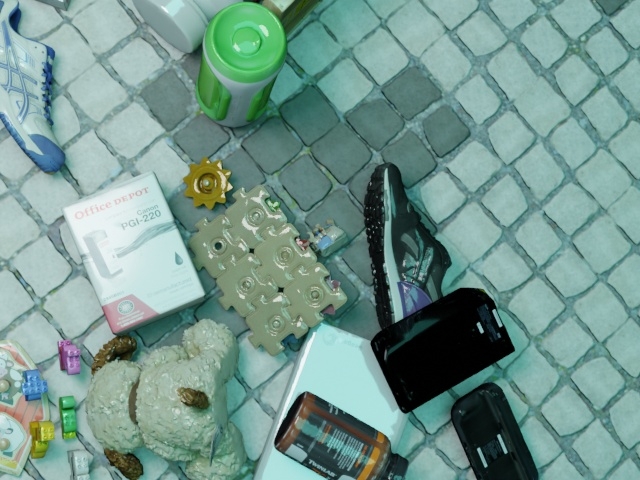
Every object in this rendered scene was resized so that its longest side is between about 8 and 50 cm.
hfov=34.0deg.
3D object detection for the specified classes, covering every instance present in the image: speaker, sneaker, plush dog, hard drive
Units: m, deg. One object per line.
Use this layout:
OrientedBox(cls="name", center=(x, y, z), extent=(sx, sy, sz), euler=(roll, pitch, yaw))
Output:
OrientedBox(cls="speaker", center=(-0.126, -0.263, 1.612), extent=(0.131, 0.296, 0.131), euler=(1, 82, -9))
OrientedBox(cls="sneaker", center=(-0.465, -0.251, 1.650), extent=(0.131, 0.112, 0.296), euler=(-30, 88, -13))
OrientedBox(cls="plush dog", center=(-0.252, 0.253, 1.589), extent=(0.225, 0.210, 0.262), euler=(-8, 81, 16))
OrientedBox(cls="sneaker", center=(0.149, 0.010, 1.726), extent=(0.124, 0.107, 0.283), euler=(-6, 93, -14))
OrientedBox(cls="hard drive", center=(0.027, 0.307, 1.687), extent=(0.203, 0.040, 0.307), euler=(22, 80, -6))

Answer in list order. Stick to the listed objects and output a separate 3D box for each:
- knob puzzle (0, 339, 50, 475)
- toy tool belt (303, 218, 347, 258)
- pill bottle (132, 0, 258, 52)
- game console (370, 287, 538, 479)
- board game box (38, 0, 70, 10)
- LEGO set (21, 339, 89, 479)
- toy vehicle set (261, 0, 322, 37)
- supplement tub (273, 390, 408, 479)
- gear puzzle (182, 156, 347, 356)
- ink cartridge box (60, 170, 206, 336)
OrientedBox(cls="knob puzzle", center=(-0.510, 0.245, 1.612), extent=(0.213, 0.030, 0.213), euler=(1, 81, -9))
OrientedBox(cls="toy tool belt", center=(0.000, 0.000, 1.727), extent=(0.083, 0.052, 0.051), euler=(-34, 57, -15))
OrientedBox(cls="pill bottle", center=(-0.153, -0.462, 1.698), extent=(0.176, 0.176, 0.318), euler=(41, 78, -2))
OrientedBox(cls="game console", center=(0.239, 0.269, 1.689), extent=(0.213, 0.044, 0.361), euler=(-26, 98, -15))
OrientedBox(cls="board game box", center=(-0.461, -0.552, 1.723), extent=(0.193, 0.053, 0.305), euler=(19, 79, -6))
OrientedBox(cls="LEGO set", center=(-0.401, 0.265, 1.584), extent=(0.087, 0.093, 0.227), euler=(-5, 83, -27))
OrientedBox(cls="toy vehicle set", center=(-0.038, -0.384, 1.661), extent=(0.035, 0.267, 0.166), euler=(42, 77, -3))
OrientedBox(cls="supplement tub", center=(0.035, 0.321, 1.611), extent=(0.198, 0.106, 0.106), euler=(30, 78, -3))
OrientedBox(cls="gear puzzle", center=(-0.115, 0.013, 1.698), extent=(0.175, 0.044, 0.339), euler=(-38, 82, 8))
OrientedBox(cls="ink cartridge box", center=(-0.292, 0.020, 1.647), extent=(0.159, 0.092, 0.218), euler=(-23, 84, -9))
